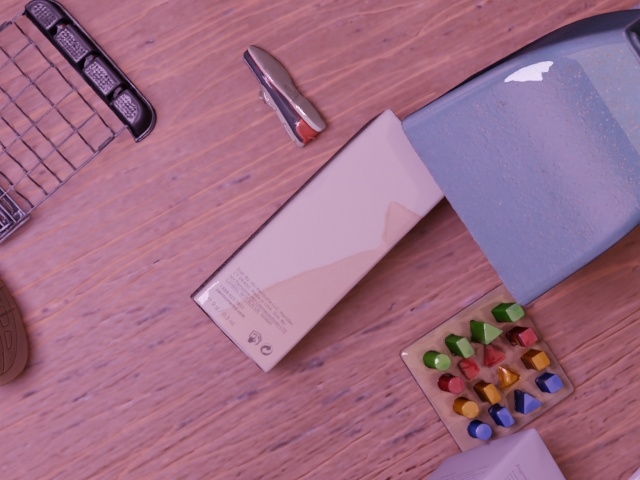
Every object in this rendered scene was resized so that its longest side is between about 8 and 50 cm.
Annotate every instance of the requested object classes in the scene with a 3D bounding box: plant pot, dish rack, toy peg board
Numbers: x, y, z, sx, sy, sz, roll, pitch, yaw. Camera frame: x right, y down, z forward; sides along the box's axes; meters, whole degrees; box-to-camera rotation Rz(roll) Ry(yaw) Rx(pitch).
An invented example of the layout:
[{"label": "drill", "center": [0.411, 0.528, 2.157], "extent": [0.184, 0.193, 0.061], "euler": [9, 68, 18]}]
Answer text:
[{"label": "plant pot", "center": [0.292, -0.120, 1.322], "extent": [0.252, 0.248, 0.247], "euler": [-32, 92, 35]}, {"label": "dish rack", "center": [-0.354, -0.135, 1.389], "extent": [0.271, 0.074, 0.208], "euler": [-42, 91, -5]}, {"label": "toy peg board", "center": [0.208, 0.160, 1.435], "extent": [0.161, 0.079, 0.161], "euler": [-33, 91, -7]}]

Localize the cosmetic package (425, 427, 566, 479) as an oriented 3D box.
[{"label": "cosmetic package", "center": [0.187, 0.335, 1.349], "extent": [0.183, 0.151, 0.151], "euler": [-32, 91, -46]}]

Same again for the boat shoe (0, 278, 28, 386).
[{"label": "boat shoe", "center": [-0.454, 0.051, 1.356], "extent": [0.302, 0.098, 0.109], "euler": [48, 46, -2]}]

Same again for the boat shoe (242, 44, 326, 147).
[{"label": "boat shoe", "center": [-0.051, -0.175, 1.439], "extent": [0.043, 0.049, 0.137], "euler": [-38, 93, 32]}]

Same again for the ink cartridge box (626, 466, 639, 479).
[{"label": "ink cartridge box", "center": [0.478, 0.407, 1.436], "extent": [0.207, 0.117, 0.283], "euler": [-43, 93, -7]}]

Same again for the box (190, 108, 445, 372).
[{"label": "box", "center": [0.000, 0.000, 1.386], "extent": [0.311, 0.148, 0.121], "euler": [-44, 94, -6]}]

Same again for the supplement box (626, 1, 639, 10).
[{"label": "supplement box", "center": [0.458, -0.194, 1.467], "extent": [0.220, 0.114, 0.111], "euler": [21, 84, -7]}]
